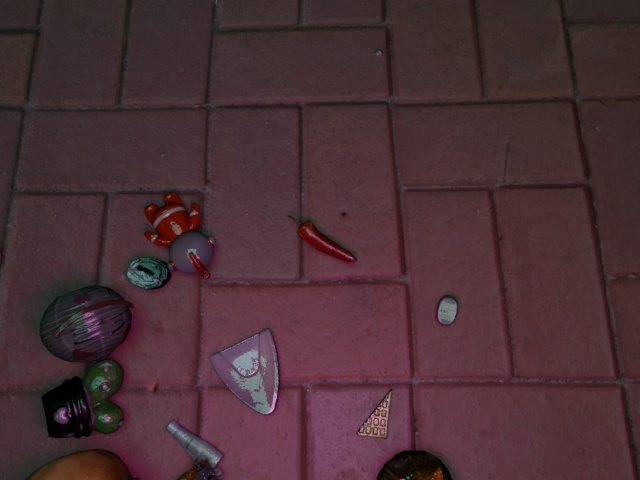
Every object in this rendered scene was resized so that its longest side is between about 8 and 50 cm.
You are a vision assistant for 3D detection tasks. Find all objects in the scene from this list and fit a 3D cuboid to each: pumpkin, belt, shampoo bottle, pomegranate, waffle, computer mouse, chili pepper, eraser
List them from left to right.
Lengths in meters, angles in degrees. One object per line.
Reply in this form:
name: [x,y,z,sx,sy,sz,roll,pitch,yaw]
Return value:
pomegranate: [-0.639,0.714,1.515,0.332,0.332,0.332,0,73,1]
belt: [-0.555,0.108,1.828,0.140,0.058,0.105,7,79,-1]
shampoo bottle: [-0.380,0.610,1.683,0.191,0.041,0.069,35,89,11]
eraser: [-0.203,0.420,1.728,0.204,0.059,0.243,-24,71,-7]
chili pepper: [0.000,0.000,1.846,0.272,0.071,0.063,35,81,8]
waffle: [0.165,0.520,1.713,0.097,0.023,0.152,9,75,2]
pumpkin: [0.260,0.709,1.585,0.238,0.159,0.238,4,79,-19]
computer mouse: [0.401,0.222,1.793,0.066,0.039,0.096,15,82,6]

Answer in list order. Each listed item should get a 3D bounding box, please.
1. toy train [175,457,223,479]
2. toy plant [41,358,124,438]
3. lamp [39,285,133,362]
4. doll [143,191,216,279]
toy train: [-0.334,0.730,1.614,0.127,0.089,0.219,-22,90,25]
toy plant: [-0.691,0.477,1.672,0.235,0.175,0.218,-10,79,-31]
lamp: [-0.698,0.254,1.700,0.265,0.233,0.233,-27,74,-26]
doll: [-0.447,-0.007,1.843,0.200,0.105,0.336,-34,68,-10]
